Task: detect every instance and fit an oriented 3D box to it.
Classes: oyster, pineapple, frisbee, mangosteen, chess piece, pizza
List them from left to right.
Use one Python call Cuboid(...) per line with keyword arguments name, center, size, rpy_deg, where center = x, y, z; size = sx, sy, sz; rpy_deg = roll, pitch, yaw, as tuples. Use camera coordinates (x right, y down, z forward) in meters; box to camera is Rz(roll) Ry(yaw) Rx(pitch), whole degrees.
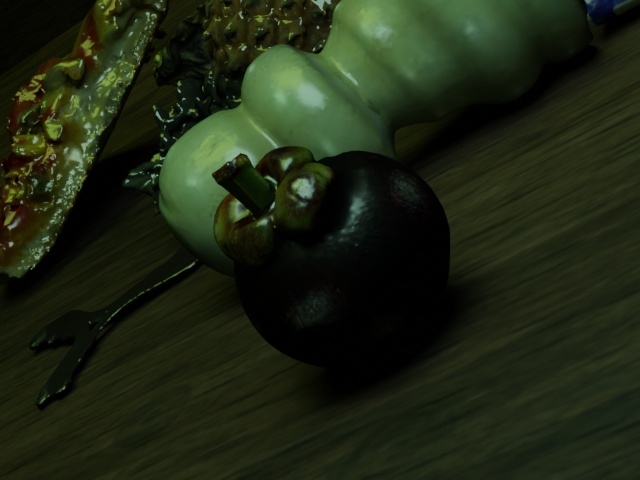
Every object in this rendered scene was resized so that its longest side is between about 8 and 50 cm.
Cuboid(name="pizza", center=(-0.285, -0.171, 1.658), size=(0.406, 0.130, 0.440), rpy_deg=(-60, 11, 22))
Cuboid(name="frisbee", center=(-0.200, 0.084, 1.228), size=(0.211, 0.012, 0.187), rpy_deg=(-25, 22, 32))
Cuboid(name="oyster", center=(-0.070, -0.256, 1.673), size=(0.201, 0.107, 0.354), rpy_deg=(-33, 4, -32))
Cuboid(name="pineapple", center=(-0.034, -0.160, 1.309), size=(0.362, 0.202, 0.202), rpy_deg=(-55, 17, 4))
Cuboid(name="mangosteen", center=(0.000, 0.000, 0.825), size=(0.137, 0.151, 0.137), rpy_deg=(-39, 28, 26))
Cuboid(name="chess piece", center=(0.023, -0.104, 1.062), size=(0.330, 0.182, 0.182), rpy_deg=(-43, 17, 1))

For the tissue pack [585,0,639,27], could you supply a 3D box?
Cuboid(name="tissue pack", center=(0.291, -0.299, 1.065), size=(0.269, 0.137, 0.209), rpy_deg=(-27, 21, 25))
